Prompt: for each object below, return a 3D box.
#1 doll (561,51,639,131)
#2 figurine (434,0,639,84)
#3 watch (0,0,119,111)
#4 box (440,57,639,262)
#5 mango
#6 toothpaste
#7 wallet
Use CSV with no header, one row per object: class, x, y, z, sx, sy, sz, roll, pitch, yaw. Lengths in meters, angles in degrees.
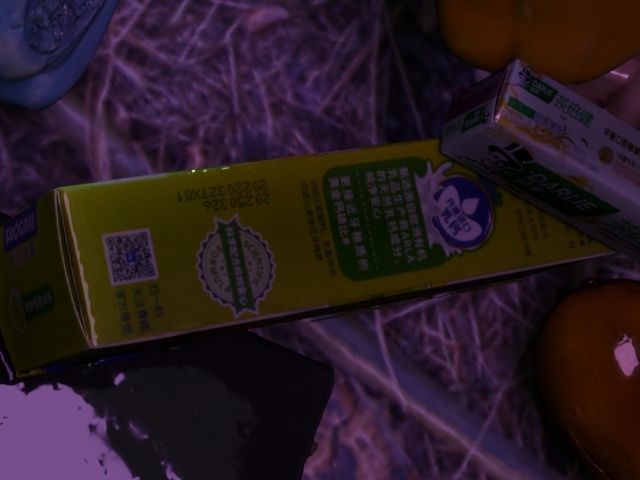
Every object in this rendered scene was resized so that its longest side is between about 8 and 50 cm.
doll,0.261,-0.090,0.938,0.278,0.119,0.154,-23,72,-29
figurine,0.175,-0.299,0.823,0.387,0.268,0.401,-42,105,-39
watch,-0.190,-0.175,0.761,0.193,0.211,0.211,26,75,8
box,0.157,-0.022,0.805,0.207,0.050,0.041,28,66,-21
mango,0.178,0.093,0.909,0.105,0.084,0.159,-38,119,-35
toothpaste,0.000,0.000,0.808,0.327,0.110,0.077,-9,83,-30
wallet,-0.177,0.081,0.795,0.377,0.051,0.197,26,74,-16
